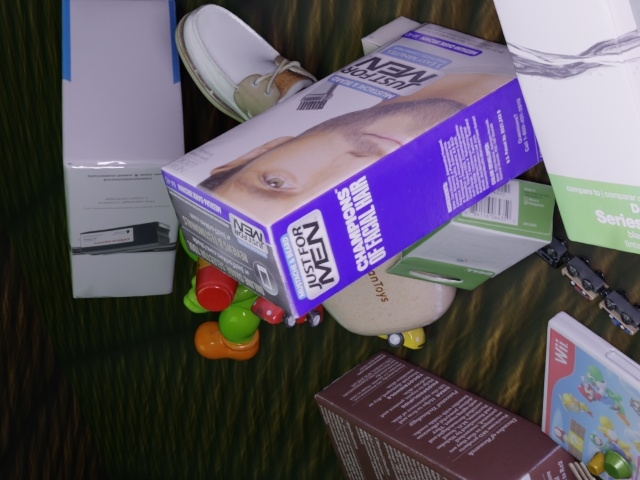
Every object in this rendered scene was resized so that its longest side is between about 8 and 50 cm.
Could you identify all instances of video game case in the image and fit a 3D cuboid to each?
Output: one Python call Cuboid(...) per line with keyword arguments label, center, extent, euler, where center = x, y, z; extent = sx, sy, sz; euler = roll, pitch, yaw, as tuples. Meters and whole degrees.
Cuboid(label="video game case", center=(0.354, 0.223, 1.343), extent=(0.285, 0.025, 0.204), euler=(38, 150, 36))

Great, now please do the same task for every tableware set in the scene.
Cuboid(label="tableware set", center=(0.349, 0.300, 1.391), extent=(0.154, 0.024, 0.104), euler=(56, 155, -2))

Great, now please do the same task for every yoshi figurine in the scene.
Cuboid(label="yoshi figurine", center=(-0.133, 0.030, 1.831), extent=(0.204, 0.203, 0.362), euler=(55, 154, 20))

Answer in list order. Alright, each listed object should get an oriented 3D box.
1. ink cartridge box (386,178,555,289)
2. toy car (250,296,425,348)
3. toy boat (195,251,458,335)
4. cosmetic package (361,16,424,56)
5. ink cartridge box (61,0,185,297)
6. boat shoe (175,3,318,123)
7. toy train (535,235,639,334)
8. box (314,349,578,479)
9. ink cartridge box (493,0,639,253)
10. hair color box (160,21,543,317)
Cuboid(label="ink cartridge box", center=(0.154, -0.008, 1.322), extent=(0.209, 0.108, 0.062), euler=(134, 144, -68))
Cuboid(label="toy car", center=(0.016, 0.073, 1.689), extent=(0.225, 0.239, 0.053), euler=(-122, 45, -71))
Cuboid(label="toy boat", center=(0.000, 0.000, 1.486), extent=(0.148, 0.318, 0.268), euler=(-83, -20, -48))
Cuboid(label="cosmetic package", center=(0.086, -0.173, 1.328), extent=(0.041, 0.060, 0.115), euler=(30, 146, 43))
Cuboid(label="ink cartridge box", center=(-0.295, -0.126, 1.833), extent=(0.395, 0.166, 0.286), euler=(108, 158, -60))
Cuboid(label="boat shoe", center=(-0.050, -0.178, 1.528), extent=(0.302, 0.113, 0.103), euler=(47, 153, -6))
Cuboid(label="toy train", center=(0.273, 0.042, 1.275), extent=(0.158, 0.027, 0.036), euler=(45, 156, 27))
Cuboid(label="box", center=(0.171, 0.302, 1.648), extent=(0.381, 0.143, 0.191), euler=(24, 139, 53))
Cuboid(label="ink cartridge box", center=(0.242, -0.155, 0.884), extent=(0.114, 0.198, 0.273), euler=(16, 134, 55))
Cuboid(label="hair color box", center=(0.044, -0.080, 1.176), extent=(0.185, 0.338, 0.110), euler=(28, 143, 48))
